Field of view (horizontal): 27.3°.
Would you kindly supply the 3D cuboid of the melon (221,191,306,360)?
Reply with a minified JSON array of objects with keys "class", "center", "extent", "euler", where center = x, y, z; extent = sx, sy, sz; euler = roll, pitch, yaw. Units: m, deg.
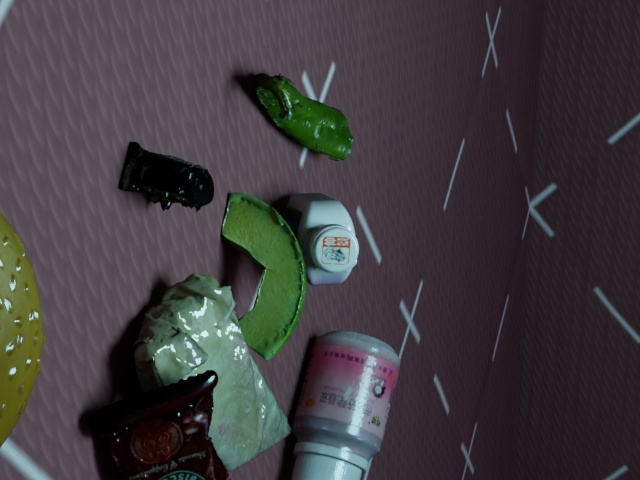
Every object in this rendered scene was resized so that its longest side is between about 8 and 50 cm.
[{"class":"melon","center":[-0.072,0.049,1.693],"extent":[0.064,0.117,0.210],"euler":[36,60,-75]}]

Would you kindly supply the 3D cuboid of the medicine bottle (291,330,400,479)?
[{"class":"medicine bottle","center":[0.032,0.271,2.009],"extent":[0.147,0.147,0.247],"euler":[55,46,-61]}]

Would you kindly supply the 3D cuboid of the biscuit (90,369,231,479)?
[{"class":"biscuit","center":[-0.174,0.254,1.492],"extent":[0.063,0.151,0.235],"euler":[-125,-157,-56]}]

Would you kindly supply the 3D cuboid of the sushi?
[{"class":"sushi","center":[-0.163,-0.066,1.461],"extent":[0.084,0.083,0.056],"euler":[39,60,-64]}]

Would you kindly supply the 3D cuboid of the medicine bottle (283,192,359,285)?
[{"class":"medicine bottle","center":[0.000,0.000,1.786],"extent":[0.219,0.078,0.115],"euler":[-148,-122,-77]}]

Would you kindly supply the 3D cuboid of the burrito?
[{"class":"burrito","center":[-0.137,0.189,1.600],"extent":[0.175,0.107,0.348],"euler":[-52,145,-26]}]

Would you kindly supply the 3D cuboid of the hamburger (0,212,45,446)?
[{"class":"hamburger","center":[-0.315,0.064,0.927],"extent":[0.274,0.212,0.275],"euler":[8,90,-69]}]

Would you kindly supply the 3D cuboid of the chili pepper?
[{"class":"chili pepper","center":[-0.027,-0.171,1.796],"extent":[0.359,0.076,0.085],"euler":[16,63,-73]}]
